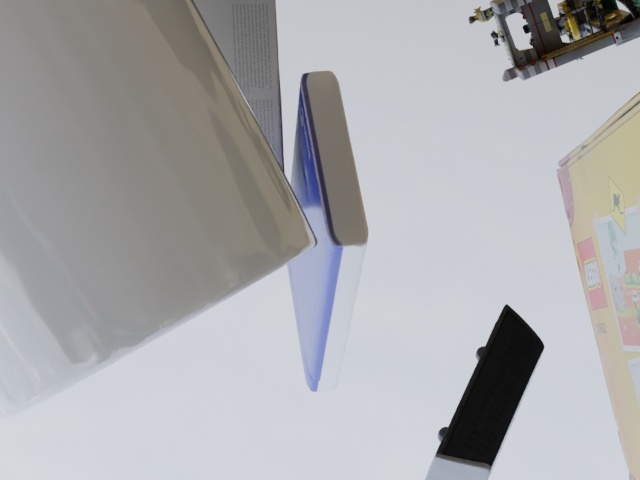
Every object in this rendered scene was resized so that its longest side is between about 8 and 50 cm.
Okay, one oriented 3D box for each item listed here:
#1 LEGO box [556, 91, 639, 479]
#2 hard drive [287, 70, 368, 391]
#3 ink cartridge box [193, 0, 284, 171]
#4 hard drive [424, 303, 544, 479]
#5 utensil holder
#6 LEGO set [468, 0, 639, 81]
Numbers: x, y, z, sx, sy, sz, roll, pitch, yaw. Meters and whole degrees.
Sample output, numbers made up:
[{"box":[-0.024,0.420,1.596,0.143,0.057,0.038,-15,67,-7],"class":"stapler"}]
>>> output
[{"box":[0.361,0.056,1.024,0.193,0.372,0.500,-12,175,-2],"class":"LEGO box"},{"box":[0.000,0.000,1.405,0.040,0.319,0.210,-5,-121,-8],"class":"hard drive"},{"box":[-0.118,-0.186,1.463,0.130,0.309,0.272,-3,179,-7],"class":"ink cartridge box"},{"box":[0.129,0.183,1.147,0.054,0.255,0.172,25,-120,9],"class":"hard drive"},{"box":[-0.222,-0.092,1.084,0.327,0.385,0.327,-30,-179,0],"class":"utensil holder"},{"box":[0.248,-0.340,1.572,0.192,0.331,0.255,-22,-157,4],"class":"LEGO set"}]
